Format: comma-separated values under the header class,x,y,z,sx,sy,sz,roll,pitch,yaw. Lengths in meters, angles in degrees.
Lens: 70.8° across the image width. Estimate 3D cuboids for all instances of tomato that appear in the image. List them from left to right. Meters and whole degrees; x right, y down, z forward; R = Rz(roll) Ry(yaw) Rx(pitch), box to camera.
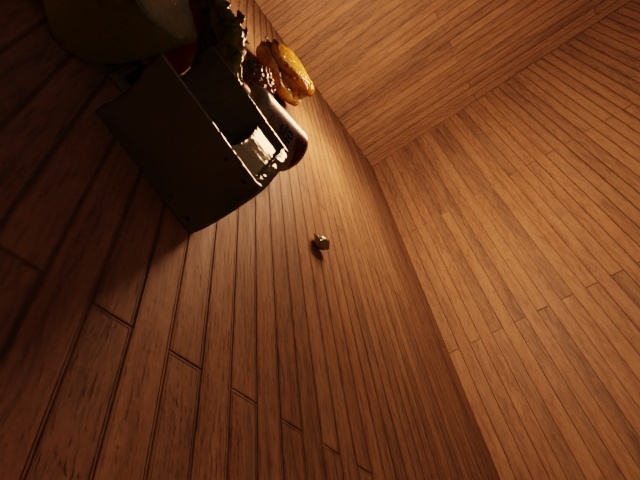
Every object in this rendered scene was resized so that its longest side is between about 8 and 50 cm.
class,x,y,z,sx,sy,sz,roll,pitch,yaw
tomato,-0.320,-0.437,0.940,0.135,0.195,0.195,9,40,-20

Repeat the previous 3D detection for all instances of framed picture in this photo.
class,x,y,z,sx,sy,sz,roll,pitch,yaw
framed picture,-0.342,-0.313,1.008,0.216,0.016,0.273,50,19,-26

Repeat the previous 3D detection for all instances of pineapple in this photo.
class,x,y,z,sx,sy,sz,roll,pitch,yaw
pineapple,-0.231,-0.491,1.408,0.166,0.166,0.193,61,16,6

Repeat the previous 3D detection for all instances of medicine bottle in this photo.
class,x,y,z,sx,sy,sz,roll,pitch,yaw
medicine bottle,-0.170,-0.333,1.294,0.288,0.156,0.157,38,26,-50

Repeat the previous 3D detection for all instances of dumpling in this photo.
class,x,y,z,sx,sy,sz,roll,pitch,yaw
dumpling,0.000,0.001,1.411,0.077,0.043,0.059,8,34,-50

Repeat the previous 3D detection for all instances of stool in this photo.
class,x,y,z,sx,sy,sz,roll,pitch,yaw
stool,-0.219,-0.196,0.853,0.270,0.170,0.244,54,21,-16

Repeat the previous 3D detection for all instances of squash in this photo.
class,x,y,z,sx,sy,sz,roll,pitch,yaw
squash,-0.361,-0.436,0.788,0.204,0.154,0.237,-60,137,-50

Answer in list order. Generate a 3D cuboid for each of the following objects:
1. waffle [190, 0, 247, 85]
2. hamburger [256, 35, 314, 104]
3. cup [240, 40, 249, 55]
class,x,y,z,sx,sy,sz,roll,pitch,yaw
waffle,-0.253,-0.437,1.067,0.317,0.073,0.297,52,-34,29
hamburger,-0.167,-0.763,2.040,0.314,0.170,0.290,61,14,11
cup,-0.324,-0.726,1.671,0.099,0.074,0.102,52,38,-29
